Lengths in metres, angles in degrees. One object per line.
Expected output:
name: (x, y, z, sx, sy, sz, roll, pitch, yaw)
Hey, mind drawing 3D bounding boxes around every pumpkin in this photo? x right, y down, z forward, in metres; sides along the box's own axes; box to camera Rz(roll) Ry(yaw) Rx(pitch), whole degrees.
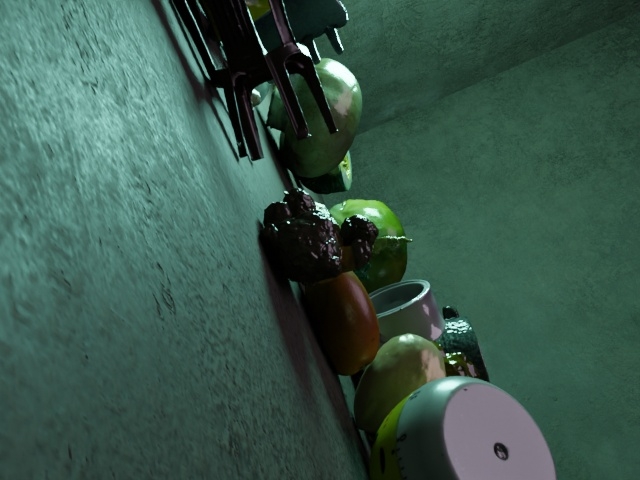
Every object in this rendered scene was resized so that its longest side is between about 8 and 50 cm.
pumpkin: (-0.015, -0.290, 2.269, 0.263, 0.196, 0.293, -82, 158, -59)

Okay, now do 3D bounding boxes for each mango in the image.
mango: (0.035, 0.117, 1.123, 0.141, 0.102, 0.217, -135, -157, -83)

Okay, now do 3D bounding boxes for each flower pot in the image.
flower pot: (0.256, 0.321, 1.654, 0.299, 0.282, 0.299, -14, 90, -85)

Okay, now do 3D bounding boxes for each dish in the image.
dish: (-0.187, -0.491, 1.945, 0.190, 0.066, 0.191, -23, 90, -87)

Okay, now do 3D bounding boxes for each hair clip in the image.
hair clip: (-0.101, -0.527, 1.537, 0.238, 0.318, 0.392, 67, 1, -50)

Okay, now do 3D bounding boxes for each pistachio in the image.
pistachio: (0.136, 0.247, 1.132, 0.200, 0.145, 0.117, -51, 126, -34)

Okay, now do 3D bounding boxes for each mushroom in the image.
mushroom: (-0.023, -0.348, 1.906, 0.352, 0.260, 0.353, -167, -90, -84)

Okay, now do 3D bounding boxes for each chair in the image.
chair: (-0.110, -0.307, 1.104, 0.183, 0.175, 0.327, -45, 118, -77)

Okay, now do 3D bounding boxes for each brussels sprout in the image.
brussels sprout: (0.135, 0.019, 2.158, 0.344, 0.268, 0.344, 54, -24, 37)

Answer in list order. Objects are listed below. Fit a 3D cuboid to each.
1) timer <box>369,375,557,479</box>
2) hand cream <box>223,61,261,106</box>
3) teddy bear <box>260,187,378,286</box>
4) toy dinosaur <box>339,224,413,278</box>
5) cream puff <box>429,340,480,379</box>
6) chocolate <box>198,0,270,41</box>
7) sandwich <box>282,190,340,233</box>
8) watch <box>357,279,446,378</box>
timer: (0.179, 0.359, 0.990, 0.285, 0.285, 0.285, -23, 90, -86)
hand cream: (-0.174, -0.337, 1.472, 0.061, 0.039, 0.143, 68, 12, 21)
teddy bear: (-0.014, 0.008, 0.994, 0.177, 0.140, 0.190, 25, 7, 11)
toy dinosaur: (0.093, 0.029, 1.624, 0.094, 0.259, 0.153, 34, 60, -79)
cream puff: (0.195, 0.309, 1.269, 0.244, 0.196, 0.244, 25, 40, -24)
chocolate: (-0.215, -0.592, 1.283, 0.289, 0.136, 0.301, 74, -7, -53)
sandwich: (0.000, 0.000, 1.467, 0.094, 0.096, 0.258, -118, -175, -59)
watch: (0.163, 0.204, 1.463, 0.244, 0.231, 0.196, -112, 180, -79)
